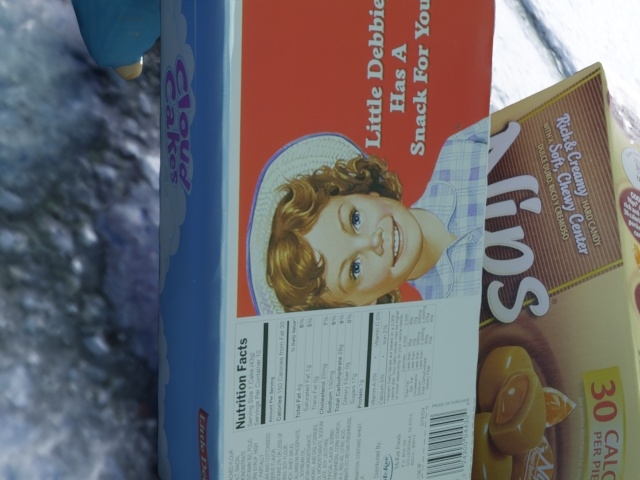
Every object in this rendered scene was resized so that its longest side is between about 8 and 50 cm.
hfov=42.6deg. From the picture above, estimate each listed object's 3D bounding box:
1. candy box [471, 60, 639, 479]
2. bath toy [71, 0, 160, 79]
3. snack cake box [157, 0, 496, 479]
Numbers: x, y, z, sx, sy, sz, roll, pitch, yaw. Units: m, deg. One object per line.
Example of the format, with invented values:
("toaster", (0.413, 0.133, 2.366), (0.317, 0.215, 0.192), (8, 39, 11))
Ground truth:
("candy box", (0.147, 0.056, 0.567), (0.087, 0.182, 0.317), (26, 56, -36))
("bath toy", (-0.001, -0.183, 0.554), (0.348, 0.151, 0.129), (-6, 69, -50))
("snack cake box", (0.000, 0.000, 0.420), (0.152, 0.089, 0.265), (-2, 99, -29))
